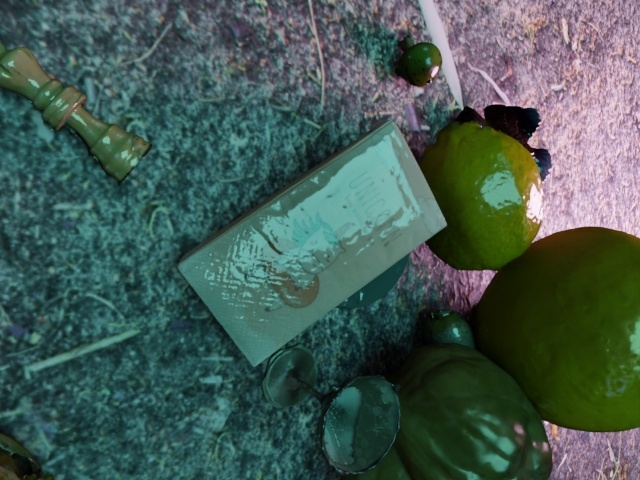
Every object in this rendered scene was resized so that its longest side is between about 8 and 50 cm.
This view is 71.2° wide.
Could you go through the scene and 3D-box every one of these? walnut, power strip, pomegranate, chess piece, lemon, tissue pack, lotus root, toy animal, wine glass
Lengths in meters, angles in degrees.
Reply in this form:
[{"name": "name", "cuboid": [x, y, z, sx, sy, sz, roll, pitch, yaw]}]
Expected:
[{"name": "walnut", "cuboid": [0.180, 0.308, 0.664, 0.277, 0.282, 0.253, 39, 33, -22]}, {"name": "power strip", "cuboid": [0.070, -0.024, 0.692, 0.167, 0.054, 0.254, 0, 93, -35]}, {"name": "pomegranate", "cuboid": [0.155, -0.292, 0.730, 0.084, 0.073, 0.073, 32, 72, 7]}, {"name": "chess piece", "cuboid": [-0.265, -0.135, 0.468, 0.172, 0.060, 0.060, 41, 71, -25]}, {"name": "lemon", "cuboid": [0.435, 0.146, 0.741, 0.347, 0.348, 0.348, -2, 94, -33]}, {"name": "tissue pack", "cuboid": [0.000, 0.000, 0.585, 0.325, 0.071, 0.170, -35, 106, -9]}, {"name": "lotus root", "cuboid": [0.229, 0.188, 0.787, 0.088, 0.088, 0.165, -36, 118, -27]}, {"name": "lemon", "cuboid": [0.246, -0.065, 0.716, 0.204, 0.204, 0.260, -32, 111, -28]}, {"name": "toy animal", "cuboid": [0.328, -0.178, 0.814, 0.179, 0.116, 0.219, 32, 82, -31]}, {"name": "wine glass", "cuboid": [0.005, 0.205, 0.584, 0.122, 0.183, 0.122, -2, 95, -30]}]

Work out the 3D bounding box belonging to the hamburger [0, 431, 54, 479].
[{"name": "hamburger", "cuboid": [-0.340, 0.266, 0.393, 0.185, 0.131, 0.159, -39, 109, -21]}]
